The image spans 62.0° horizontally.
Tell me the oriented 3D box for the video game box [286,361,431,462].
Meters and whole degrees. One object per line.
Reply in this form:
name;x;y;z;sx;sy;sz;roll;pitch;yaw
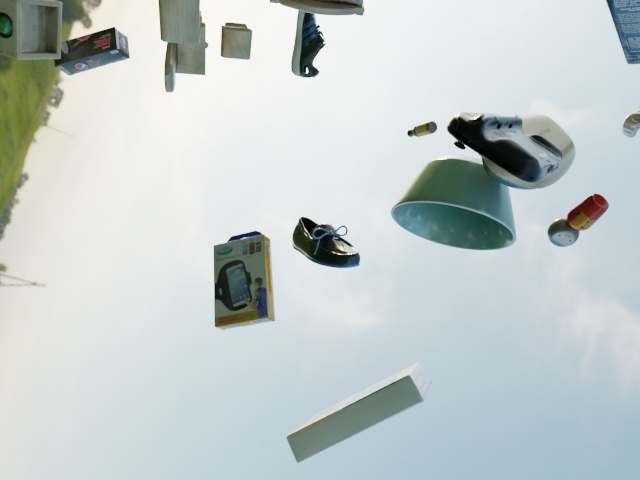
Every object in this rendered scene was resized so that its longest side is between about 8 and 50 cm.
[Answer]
video game box;0.069;0.259;0.825;0.205;0.187;0.048;-29;-106;9

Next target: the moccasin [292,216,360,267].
moccasin;0.000;0.000;1.679;0.342;0.137;0.117;21;-70;51

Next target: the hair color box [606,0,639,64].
hair color box;0.419;-0.368;0.646;0.105;0.347;0.174;11;-93;37

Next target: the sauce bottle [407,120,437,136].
sauce bottle;0.328;-0.361;1.737;0.128;0.042;0.042;7;-102;64

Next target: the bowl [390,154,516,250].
bowl;0.347;-0.105;1.346;0.311;0.311;0.163;-6;-116;57

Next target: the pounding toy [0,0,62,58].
pounding toy;-0.585;-0.423;1.014;0.141;0.100;0.130;-45;151;-64

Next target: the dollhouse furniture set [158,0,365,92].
dollhouse furniture set;-0.020;-0.319;0.682;0.303;0.355;0.174;105;-19;-48

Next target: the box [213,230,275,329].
box;-0.108;0.050;0.740;0.081;0.028;0.136;-12;-111;16

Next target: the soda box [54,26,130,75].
soda box;-0.532;-0.439;1.237;0.168;0.053;0.060;-10;-98;12

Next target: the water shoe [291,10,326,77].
water shoe;-0.022;-0.516;1.346;0.073;0.080;0.203;-75;175;-75

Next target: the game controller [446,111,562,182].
game controller;0.329;-0.164;0.922;0.166;0.319;0.067;47;-59;15

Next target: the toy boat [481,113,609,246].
toy boat;0.493;-0.140;1.205;0.318;0.267;0.148;58;-35;20

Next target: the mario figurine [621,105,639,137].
mario figurine;0.825;-0.273;1.237;0.198;0.320;0.170;-38;-94;27
